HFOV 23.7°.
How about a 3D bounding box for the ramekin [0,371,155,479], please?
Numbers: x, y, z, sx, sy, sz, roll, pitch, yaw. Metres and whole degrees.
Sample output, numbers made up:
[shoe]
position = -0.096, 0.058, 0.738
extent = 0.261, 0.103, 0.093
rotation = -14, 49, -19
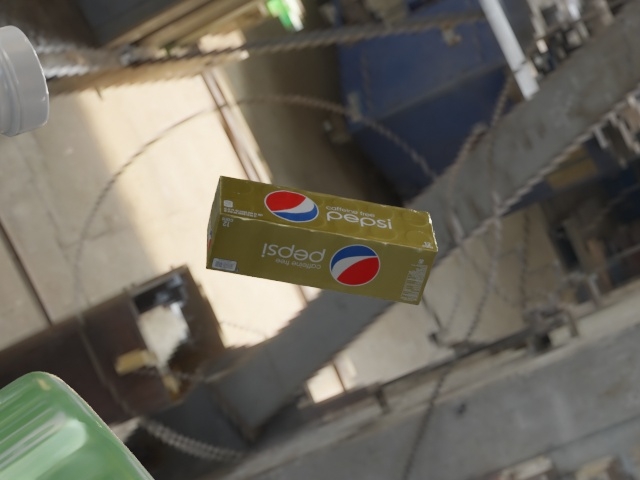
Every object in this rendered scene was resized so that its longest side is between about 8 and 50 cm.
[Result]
[ramekin]
position = -0.139, 0.222, 0.900
extent = 0.303, 0.148, 0.303
rotation = 47, -15, 17

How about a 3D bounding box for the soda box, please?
[soda box]
position = 0.000, 0.000, 1.244
extent = 0.181, 0.058, 0.061
rotation = 10, 32, -10

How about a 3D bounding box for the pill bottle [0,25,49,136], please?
[pill bottle]
position = -0.421, -0.129, 1.543
extent = 0.272, 0.152, 0.152
rotation = -20, 84, -27
